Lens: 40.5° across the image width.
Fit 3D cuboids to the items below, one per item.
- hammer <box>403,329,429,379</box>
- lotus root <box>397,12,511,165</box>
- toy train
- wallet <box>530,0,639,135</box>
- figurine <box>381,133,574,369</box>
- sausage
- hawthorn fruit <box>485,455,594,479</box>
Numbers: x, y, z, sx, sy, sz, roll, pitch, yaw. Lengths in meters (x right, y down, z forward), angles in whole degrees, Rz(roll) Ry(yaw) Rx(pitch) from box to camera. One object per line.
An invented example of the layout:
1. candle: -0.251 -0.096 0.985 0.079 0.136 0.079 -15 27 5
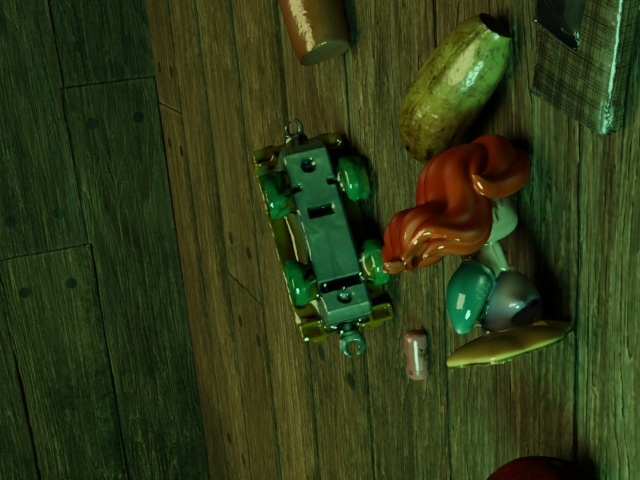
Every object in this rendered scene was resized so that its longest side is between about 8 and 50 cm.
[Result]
1. hammer: 0.156 0.185 1.406 0.043 0.043 0.083 -152 52 -64
2. lotus root: 0.163 -0.188 1.113 0.258 0.097 0.110 114 142 -52
3. toy train: 0.000 0.000 1.545 0.249 0.178 0.429 123 133 -77
4. wallet: 0.260 -0.225 0.854 0.124 0.042 0.230 43 153 43
5. figurine: 0.177 0.014 1.034 0.181 0.208 0.257 -5 -104 -78
6. sausage: -0.024 -0.430 1.445 0.113 0.114 0.259 161 95 -69
7. hawthorn fruit: 0.273 0.332 1.034 0.194 0.157 0.157 -43 61 55
